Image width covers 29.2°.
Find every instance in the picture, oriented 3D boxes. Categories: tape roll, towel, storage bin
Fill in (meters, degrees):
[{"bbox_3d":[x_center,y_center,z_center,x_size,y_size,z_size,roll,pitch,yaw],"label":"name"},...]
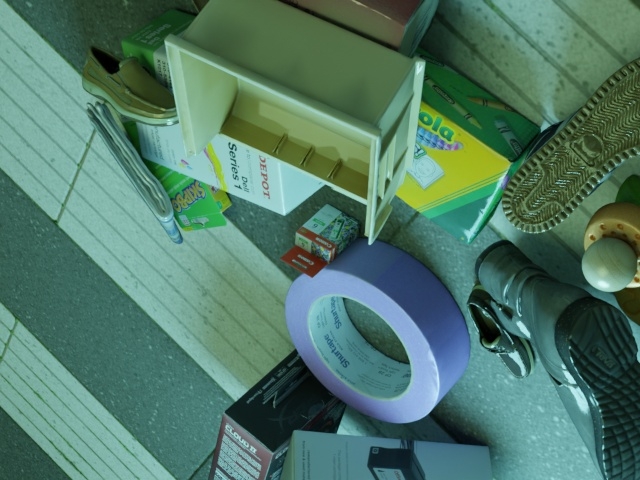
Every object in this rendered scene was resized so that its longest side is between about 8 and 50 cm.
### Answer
[{"bbox_3d":[0.081,0.134,1.814,0.275,0.090,0.275,26,138,27],"label":"tape roll"},{"bbox_3d":[-0.276,-0.097,1.882,0.209,0.034,0.285,55,174,5],"label":"towel"},{"bbox_3d":[-0.028,-0.145,1.440,0.262,0.123,0.260,25,154,13],"label":"storage bin"}]

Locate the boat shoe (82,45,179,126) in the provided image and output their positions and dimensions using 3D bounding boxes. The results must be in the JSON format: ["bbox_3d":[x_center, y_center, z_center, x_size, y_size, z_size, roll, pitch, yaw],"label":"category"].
[{"bbox_3d":[-0.259,-0.215,1.675,0.190,0.068,0.072,26,125,30],"label":"boat shoe"}]

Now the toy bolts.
[{"bbox_3d":[0.403,0.068,1.388,0.228,0.158,0.218,22,135,30],"label":"toy bolts"}]

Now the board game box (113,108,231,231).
[{"bbox_3d":[-0.233,-0.133,1.930,0.124,0.039,0.259,-7,115,48],"label":"board game box"}]

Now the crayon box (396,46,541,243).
[{"bbox_3d":[0.118,-0.142,1.539,0.278,0.081,0.165,36,141,12],"label":"crayon box"}]

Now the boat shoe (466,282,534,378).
[{"bbox_3d":[0.241,0.132,1.688,0.056,0.049,0.152,-17,110,49],"label":"boat shoe"}]

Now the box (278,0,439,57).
[{"bbox_3d":[0.014,-0.297,1.412,0.232,0.127,0.148,28,155,8],"label":"box"}]

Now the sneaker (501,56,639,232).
[{"bbox_3d":[0.325,-0.124,1.365,0.282,0.153,0.099,-40,89,22],"label":"sneaker"}]

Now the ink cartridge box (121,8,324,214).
[{"bbox_3d":[-0.127,-0.181,1.718,0.278,0.117,0.201,23,135,30],"label":"ink cartridge box"}]

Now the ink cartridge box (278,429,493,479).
[{"bbox_3d":[0.091,0.411,1.888,0.307,0.129,0.223,6,138,-8],"label":"ink cartridge box"}]

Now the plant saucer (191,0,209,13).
[{"bbox_3d":[-0.107,-0.351,1.606,0.198,0.036,0.199,29,135,34],"label":"plant saucer"}]

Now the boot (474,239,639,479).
[{"bbox_3d":[0.324,0.155,1.568,0.222,0.118,0.338,41,157,55],"label":"boot"}]

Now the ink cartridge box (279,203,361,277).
[{"bbox_3d":[0.000,0.000,1.754,0.063,0.115,0.029,29,139,22],"label":"ink cartridge box"}]

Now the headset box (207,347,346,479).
[{"bbox_3d":[-0.064,0.310,1.999,0.110,0.218,0.293,37,142,18],"label":"headset box"}]
